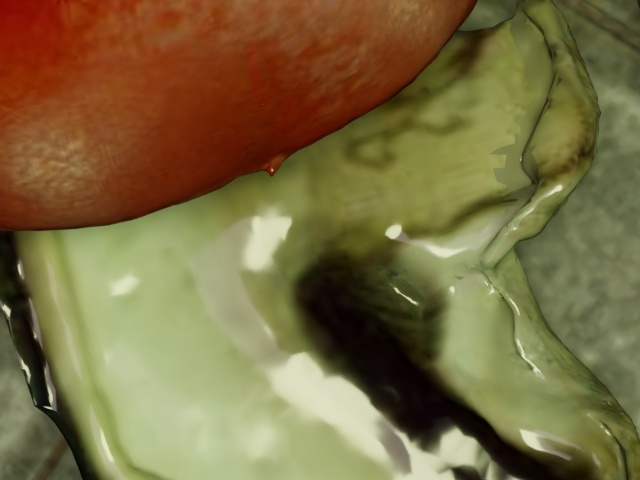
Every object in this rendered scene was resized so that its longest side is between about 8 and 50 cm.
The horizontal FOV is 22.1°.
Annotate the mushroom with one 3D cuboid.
[{"bbox_3d":[0.000,0.001,0.636,0.247,0.130,0.344,-29,77,-8],"label":"mushroom"}]

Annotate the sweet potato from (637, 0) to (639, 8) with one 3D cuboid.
[{"bbox_3d":[0.228,-0.046,0.582,0.251,0.097,0.097,35,95,14],"label":"sweet potato"}]

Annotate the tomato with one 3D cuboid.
[{"bbox_3d":[-0.097,-0.173,0.550,0.338,0.144,0.338,-1,71,4],"label":"tomato"}]
